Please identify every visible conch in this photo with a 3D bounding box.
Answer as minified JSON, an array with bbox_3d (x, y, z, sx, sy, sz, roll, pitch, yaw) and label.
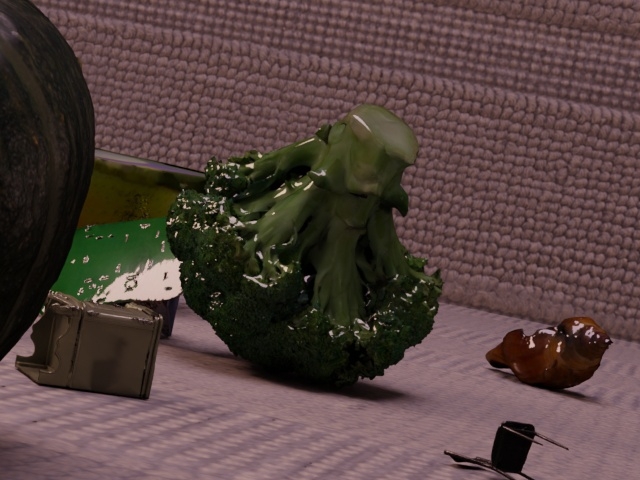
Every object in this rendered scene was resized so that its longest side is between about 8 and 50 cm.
[{"bbox_3d":[0.265,0.139,1.908,0.086,0.080,0.232,25,-30,-35],"label":"conch"}]

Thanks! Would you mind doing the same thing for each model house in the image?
[{"bbox_3d":[-0.184,0.047,1.618,0.167,0.117,0.088,-10,-42,20],"label":"model house"}]

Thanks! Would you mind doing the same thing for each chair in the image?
[{"bbox_3d":[0.128,0.144,1.125,0.037,0.042,0.086,15,-1,-40],"label":"chair"}]

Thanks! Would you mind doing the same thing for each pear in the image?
[{"bbox_3d":[-0.329,-0.035,1.970,0.398,0.165,0.399,12,3,-1],"label":"pear"}]

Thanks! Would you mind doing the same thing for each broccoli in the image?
[{"bbox_3d":[0.000,0.000,1.499,0.270,0.270,0.270,26,27,-14],"label":"broccoli"}]

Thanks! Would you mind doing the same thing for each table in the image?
[{"bbox_3d":[-0.169,0.073,1.182,0.083,0.062,0.079,10,1,-25],"label":"table"}]

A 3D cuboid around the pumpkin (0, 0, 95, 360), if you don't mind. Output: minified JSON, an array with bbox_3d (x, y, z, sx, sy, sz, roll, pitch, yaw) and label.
[{"bbox_3d":[-0.287,-0.039,0.827,0.327,0.257,0.291,18,14,1],"label":"pumpkin"}]
